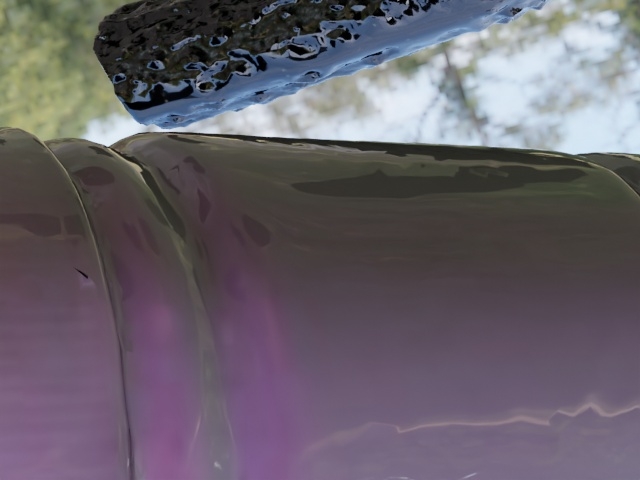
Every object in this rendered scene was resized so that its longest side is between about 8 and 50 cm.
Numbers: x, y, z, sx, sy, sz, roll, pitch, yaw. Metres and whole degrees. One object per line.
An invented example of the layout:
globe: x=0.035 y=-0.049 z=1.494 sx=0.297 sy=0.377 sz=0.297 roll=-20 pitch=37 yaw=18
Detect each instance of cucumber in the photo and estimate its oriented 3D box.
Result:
cucumber: x=0.029 y=-0.120 z=0.825 sx=0.300 sy=0.072 sz=0.072 roll=-16 pitch=-166 yaw=27

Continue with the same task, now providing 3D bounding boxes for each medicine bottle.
medicine bottle: x=-0.021 y=0.070 z=0.561 sx=0.325 sy=0.212 sz=0.212 roll=0 pitch=-175 yaw=-29
